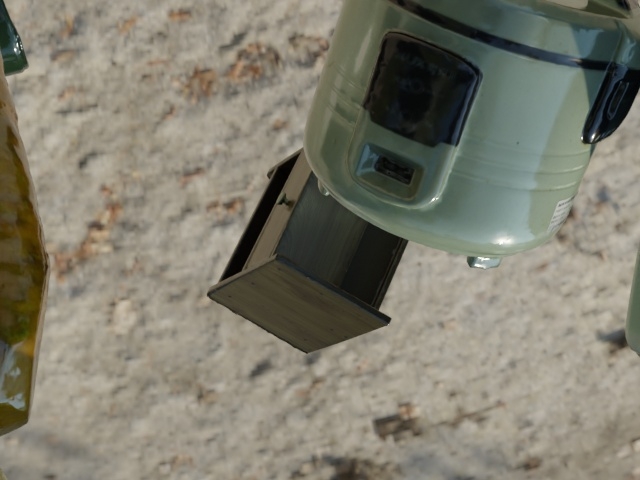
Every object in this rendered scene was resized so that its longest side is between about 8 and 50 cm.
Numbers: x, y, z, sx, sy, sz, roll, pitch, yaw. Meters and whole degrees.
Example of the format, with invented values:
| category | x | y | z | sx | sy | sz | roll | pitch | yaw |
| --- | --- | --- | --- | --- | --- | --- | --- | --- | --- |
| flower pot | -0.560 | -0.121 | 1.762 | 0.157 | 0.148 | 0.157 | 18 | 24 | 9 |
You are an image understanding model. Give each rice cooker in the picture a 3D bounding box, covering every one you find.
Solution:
| category | x | y | z | sx | sy | sz | roll | pitch | yaw |
| --- | --- | --- | --- | --- | --- | --- | --- | --- | --- |
| rice cooker | 0.111 | -0.122 | 0.923 | 0.226 | 0.226 | 0.244 | 10 | 114 | -25 |

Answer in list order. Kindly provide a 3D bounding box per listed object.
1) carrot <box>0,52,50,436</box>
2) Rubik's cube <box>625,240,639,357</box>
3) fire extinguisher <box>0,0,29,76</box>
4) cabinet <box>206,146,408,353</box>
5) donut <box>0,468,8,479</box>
| category | x | y | z | sx | sy | sz | roll | pitch | yaw |
| --- | --- | --- | --- | --- | --- | --- | --- | --- | --- |
| carrot | -0.203 | -0.048 | 0.631 | 0.114 | 0.302 | 0.114 | -12 | 164 | -4 |
| Rubik's cube | 0.493 | -0.004 | 1.016 | 0.352 | 0.347 | 0.351 | 17 | 91 | -20 |
| fire extinguisher | -0.350 | -0.113 | 0.804 | 0.311 | 0.114 | 0.095 | -19 | 129 | -11 |
| cabinet | 0.000 | 0.000 | 1.386 | 0.148 | 0.175 | 0.215 | 31 | 158 | -15 |
| donut | -0.510 | 0.312 | 1.205 | 0.449 | 0.198 | 0.449 | -8 | 110 | -21 |
